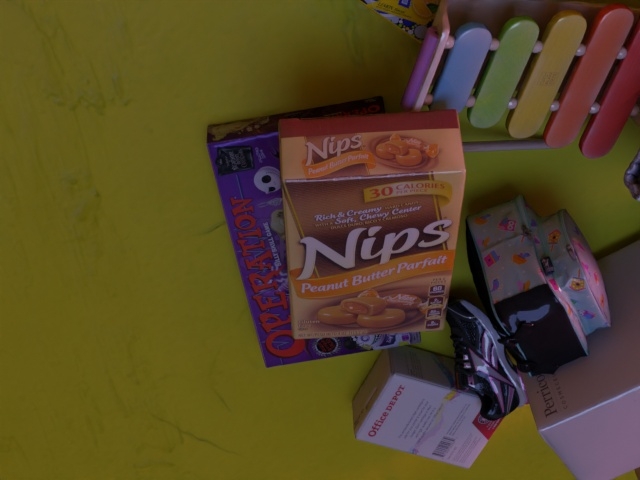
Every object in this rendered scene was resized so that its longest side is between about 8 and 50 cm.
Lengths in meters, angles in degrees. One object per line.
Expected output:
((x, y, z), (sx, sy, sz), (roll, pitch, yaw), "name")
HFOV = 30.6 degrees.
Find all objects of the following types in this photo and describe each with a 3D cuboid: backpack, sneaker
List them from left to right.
((0.198, 0.154, 1.487), (0.077, 0.072, 0.178), (-36, 96, -13), "sneaker")
((0.250, 0.039, 1.377), (0.144, 0.188, 0.166), (-31, 139, 10), "backpack")

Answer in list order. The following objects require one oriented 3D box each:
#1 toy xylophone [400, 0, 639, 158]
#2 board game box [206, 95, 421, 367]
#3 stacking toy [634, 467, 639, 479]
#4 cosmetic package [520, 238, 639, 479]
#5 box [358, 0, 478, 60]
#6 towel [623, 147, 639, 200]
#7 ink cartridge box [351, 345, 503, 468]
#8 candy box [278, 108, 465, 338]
((0.230, -0.164, 1.256), (0.322, 0.081, 0.236), (-6, 136, -15), "toy xylophone")
((0.000, 0.000, 1.420), (0.208, 0.056, 0.347), (-8, 126, 7), "board game box")
((0.602, 0.270, 1.606), (0.330, 0.141, 0.141), (-6, 126, -4), "stacking toy")
((0.435, 0.113, 1.420), (0.385, 0.217, 0.156), (-28, 129, 13), "cosmetic package")
((0.081, -0.264, 1.228), (0.168, 0.054, 0.059), (29, 119, -23), "box")
((0.474, -0.139, 1.231), (0.235, 0.121, 0.284), (10, 113, -40), "towel")
((0.145, 0.220, 1.569), (0.175, 0.072, 0.127), (18, 123, -16), "ink cartridge box")
((0.052, -0.008, 1.278), (0.182, 0.088, 0.316), (-4, 147, -1), "candy box")
